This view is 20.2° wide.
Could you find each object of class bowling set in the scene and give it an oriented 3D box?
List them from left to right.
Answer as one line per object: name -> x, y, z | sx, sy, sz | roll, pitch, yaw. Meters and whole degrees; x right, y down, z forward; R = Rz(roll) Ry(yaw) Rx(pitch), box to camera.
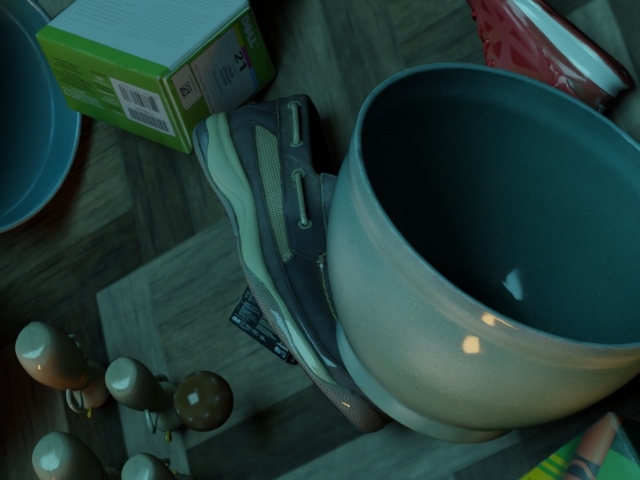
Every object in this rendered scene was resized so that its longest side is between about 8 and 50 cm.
bowling set -> -0.155, 0.198, 1.630 | 0.199, 0.154, 0.287 | -13, 65, 13

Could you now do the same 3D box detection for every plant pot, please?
plant pot -> -0.428, -0.132, 1.857 | 0.255, 0.271, 0.272 | -4, 72, 51
plant pot -> 0.126, 0.033, 1.388 | 0.293, 0.293, 0.196 | 60, 139, 33

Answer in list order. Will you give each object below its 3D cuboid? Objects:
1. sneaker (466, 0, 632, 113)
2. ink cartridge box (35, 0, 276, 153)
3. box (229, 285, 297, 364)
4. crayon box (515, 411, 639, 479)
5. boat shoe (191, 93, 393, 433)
sneaker -> 0.149, -0.155, 1.530 | 0.128, 0.087, 0.221 | -51, 51, 11
ink cartridge box -> -0.118, -0.219, 1.756 | 0.188, 0.097, 0.255 | 23, 55, 39
box -> -0.038, 0.065, 1.641 | 0.083, 0.018, 0.067 | 33, 96, 39
crayon box -> 0.227, 0.313, 1.322 | 0.202, 0.081, 0.318 | -40, 56, 19
boat shoe -> 0.000, 0.000, 1.554 | 0.130, 0.132, 0.355 | -30, 57, 6
